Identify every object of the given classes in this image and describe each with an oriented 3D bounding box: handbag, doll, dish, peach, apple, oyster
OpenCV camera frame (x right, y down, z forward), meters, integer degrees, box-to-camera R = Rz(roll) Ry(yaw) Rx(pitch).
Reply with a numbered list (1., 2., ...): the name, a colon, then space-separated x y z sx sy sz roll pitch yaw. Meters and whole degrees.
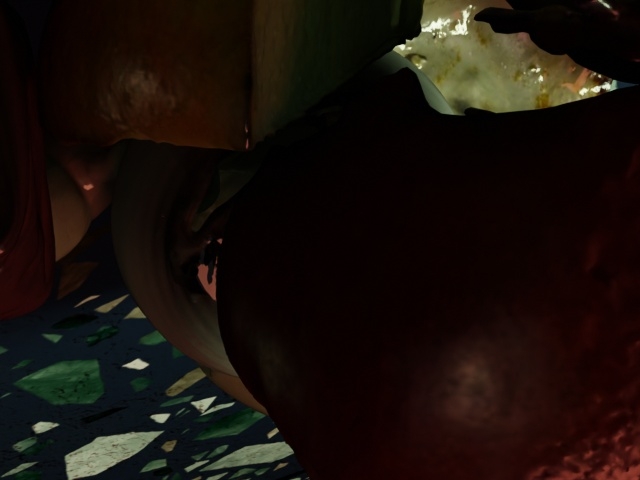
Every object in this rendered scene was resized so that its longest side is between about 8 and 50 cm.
1. handbag: -0.233 -0.060 0.779 0.147 0.225 0.135 -8 166 -1
2. doll: -0.215 -0.035 1.004 0.275 0.113 0.155 -22 -168 -28
3. dish: 0.000 0.000 0.956 0.273 0.134 0.273 -8 116 -16
4. peach: 0.164 0.022 0.778 0.417 0.353 0.339 -38 -170 -11
5. apple: -0.043 -0.148 0.791 0.254 0.179 0.346 -52 178 30
6. oyster: 0.107 -0.106 1.104 0.361 0.221 0.096 -11 173 -34

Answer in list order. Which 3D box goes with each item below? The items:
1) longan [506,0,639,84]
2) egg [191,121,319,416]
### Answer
1. longan: 0.229 -0.229 0.812 0.297 0.297 0.297 -22 160 -9
2. egg: 0.040 0.033 1.235 0.336 0.278 0.278 6 145 -38
